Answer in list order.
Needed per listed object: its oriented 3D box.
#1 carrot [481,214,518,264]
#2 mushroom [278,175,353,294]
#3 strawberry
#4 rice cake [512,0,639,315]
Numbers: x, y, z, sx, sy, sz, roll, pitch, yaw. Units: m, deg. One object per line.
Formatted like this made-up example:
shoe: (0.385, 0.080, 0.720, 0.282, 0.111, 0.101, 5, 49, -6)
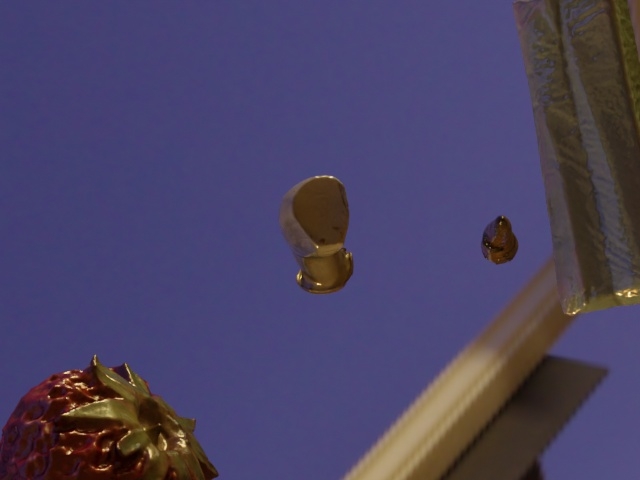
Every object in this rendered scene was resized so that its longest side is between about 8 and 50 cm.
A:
carrot: (0.213, -0.006, 1.833, 0.254, 0.049, 0.049, 54, -132, -80)
mushroom: (-0.004, -0.002, 1.791, 0.081, 0.092, 0.223, -54, -12, -19)
strawberry: (-0.213, 0.234, 1.316, 0.244, 0.205, 0.205, -45, -35, 16)
rice cake: (0.173, -0.067, 0.986, 0.042, 0.080, 0.221, -1, -101, -54)
